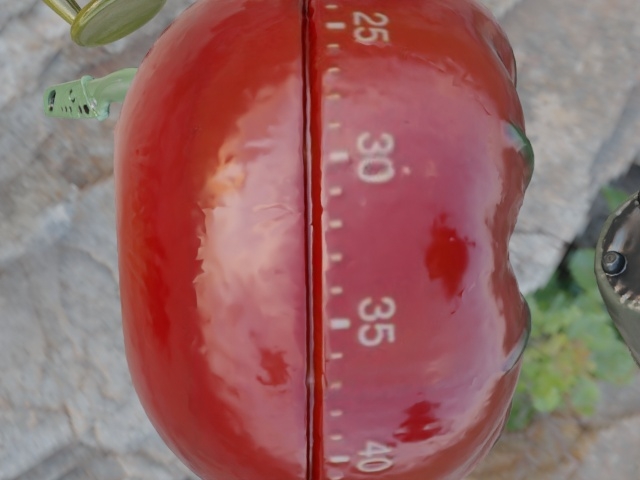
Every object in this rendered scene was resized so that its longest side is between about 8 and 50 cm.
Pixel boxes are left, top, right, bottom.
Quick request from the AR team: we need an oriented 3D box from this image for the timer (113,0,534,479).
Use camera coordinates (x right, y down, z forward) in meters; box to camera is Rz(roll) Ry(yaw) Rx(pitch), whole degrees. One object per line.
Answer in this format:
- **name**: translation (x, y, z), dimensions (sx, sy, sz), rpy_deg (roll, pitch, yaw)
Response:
- **timer**: translation (0.000, 0.000, 1.273), dimensions (0.279, 0.378, 0.378), rpy_deg (0, 107, -3)

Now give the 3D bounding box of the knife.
- **knife**: translation (-0.198, -0.129, 1.674), dimensions (0.020, 0.293, 0.043), rpy_deg (-18, 99, -26)

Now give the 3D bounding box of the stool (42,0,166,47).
- **stool**: translation (-0.223, -0.266, 1.860), dimensions (0.134, 0.135, 0.110), rpy_deg (-32, 77, -4)

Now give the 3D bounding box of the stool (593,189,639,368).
- **stool**: translation (0.201, 0.025, 1.024), dimensions (0.096, 0.096, 0.110), rpy_deg (-47, 141, -4)
